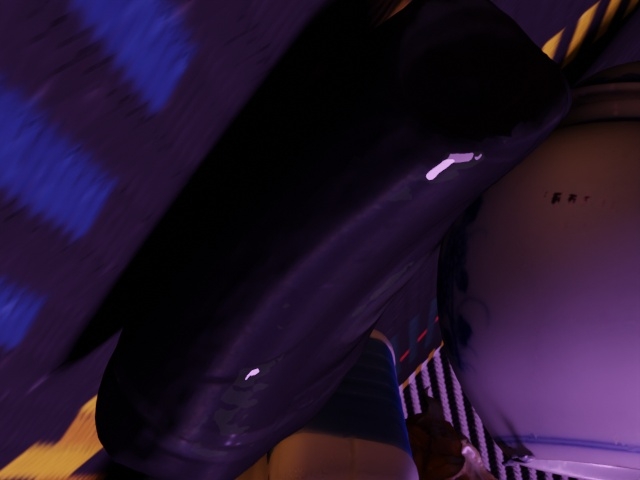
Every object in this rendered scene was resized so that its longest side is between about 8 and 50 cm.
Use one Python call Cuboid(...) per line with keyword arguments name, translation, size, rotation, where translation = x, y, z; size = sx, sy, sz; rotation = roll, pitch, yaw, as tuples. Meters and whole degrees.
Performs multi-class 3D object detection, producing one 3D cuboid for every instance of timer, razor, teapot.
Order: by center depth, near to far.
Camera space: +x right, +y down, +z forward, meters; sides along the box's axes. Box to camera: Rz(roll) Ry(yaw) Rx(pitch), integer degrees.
Cuboid(name="razor", translation=(0.000, 0.000, 0.442), size=(0.148, 0.054, 0.090), rotation=(-52, 171, 34))
Cuboid(name="timer", translation=(-0.023, 0.172, 0.724), size=(0.178, 0.078, 0.253), rotation=(-99, -161, -72))
Cuboid(name="teapot", translation=(0.195, -0.001, 0.966), size=(0.424, 0.252, 0.280), rotation=(163, -62, -65))

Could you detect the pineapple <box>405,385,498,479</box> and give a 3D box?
Cuboid(name="pineapple", translation=(-0.019, 0.131, 0.981), size=(0.250, 0.140, 0.164), rotation=(-33, -134, 44))
